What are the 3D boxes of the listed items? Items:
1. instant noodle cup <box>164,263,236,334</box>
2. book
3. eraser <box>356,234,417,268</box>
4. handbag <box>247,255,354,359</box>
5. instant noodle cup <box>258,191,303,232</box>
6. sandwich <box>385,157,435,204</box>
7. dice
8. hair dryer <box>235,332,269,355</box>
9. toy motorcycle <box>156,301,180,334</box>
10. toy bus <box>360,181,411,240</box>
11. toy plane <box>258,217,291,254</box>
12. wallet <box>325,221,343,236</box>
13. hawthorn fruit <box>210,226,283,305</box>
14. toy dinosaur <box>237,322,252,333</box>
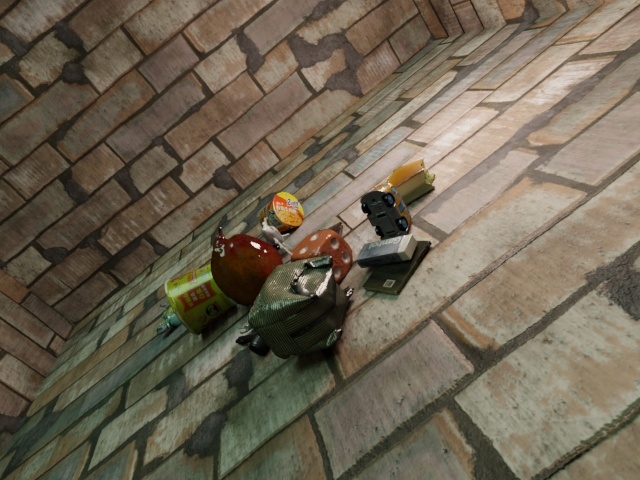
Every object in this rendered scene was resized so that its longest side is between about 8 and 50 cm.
[{"bbox_3d":[-0.550,0.259,1.986,0.222,0.311,0.311,-31,23,-4],"label":"instant noodle cup"},{"bbox_3d":[0.259,0.085,1.440,0.228,0.024,0.160,-50,27,-24],"label":"book"},{"bbox_3d":[0.227,0.038,1.477,0.213,0.046,0.091,-15,33,44],"label":"eraser"},{"bbox_3d":[-0.046,0.206,1.388,0.240,0.247,0.340,-23,22,29],"label":"handbag"},{"bbox_3d":[-0.224,-0.132,2.316,0.174,0.213,0.213,-30,24,39],"label":"instant noodle cup"},{"bbox_3d":[0.363,-0.225,1.736,0.186,0.108,0.220,-13,33,46],"label":"sandwich"},{"bbox_3d":[0.006,0.067,1.650,0.175,0.174,0.179,-7,40,53],"label":"dice"},{"bbox_3d":[-0.270,0.383,1.622,0.248,0.070,0.114,-21,29,43],"label":"hair dryer"},{"bbox_3d":[-0.783,0.375,2.315,0.199,0.109,0.296,-27,27,19],"label":"toy motorcycle"},{"bbox_3d":[0.253,-0.115,1.590,0.126,0.209,0.136,-19,20,41],"label":"toy bus"},{"bbox_3d":[-0.226,-0.015,2.025,0.101,0.251,0.255,-42,-20,8],"label":"toy plane"},{"bbox_3d":[0.000,0.000,1.940,0.230,0.042,0.124,-26,24,23],"label":"wallet"},{"bbox_3d":[-0.330,0.119,1.880,0.309,0.325,0.307,-15,57,25],"label":"hawthorn fruit"},{"bbox_3d":[-0.245,0.330,1.693,0.209,0.039,0.082,-14,13,29],"label":"toy dinosaur"}]
